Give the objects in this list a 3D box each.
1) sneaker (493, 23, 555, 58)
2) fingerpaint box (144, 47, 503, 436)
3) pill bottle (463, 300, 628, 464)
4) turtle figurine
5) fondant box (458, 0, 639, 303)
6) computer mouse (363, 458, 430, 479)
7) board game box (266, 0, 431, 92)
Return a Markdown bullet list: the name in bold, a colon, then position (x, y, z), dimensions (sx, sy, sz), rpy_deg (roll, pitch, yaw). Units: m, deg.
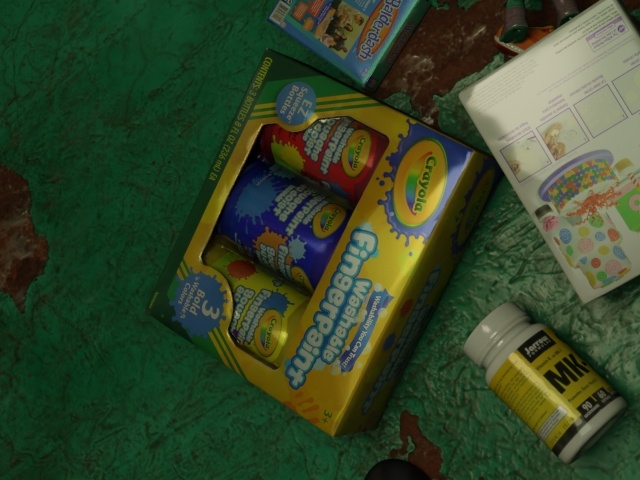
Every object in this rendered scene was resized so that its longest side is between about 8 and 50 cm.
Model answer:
- **sneaker**: position (0.323, -0.263, 1.608), dimensions (0.175, 0.064, 0.067), rpy_deg (37, 92, 21)
- **fingerpaint box**: position (0.000, 0.000, 1.686), dimensions (0.371, 0.163, 0.445), rpy_deg (30, 99, 25)
- **pill bottle**: position (0.298, 0.188, 1.549), dimensions (0.208, 0.119, 0.119), rpy_deg (45, 105, 22)
- **turtle figurine**: position (0.282, -0.398, 1.598), dimensions (0.175, 0.118, 0.234), rpy_deg (-17, 72, 23)
- **fondant box**: position (0.371, -0.119, 1.515), dimensions (0.238, 0.096, 0.330), rpy_deg (-32, 85, 20)
- **computer mouse**: position (0.141, 0.437, 1.632), dimensions (0.188, 0.072, 0.272), rpy_deg (-39, 71, 19)
- **board game box**: position (0.041, -0.349, 1.760), dimensions (0.210, 0.047, 0.160), rpy_deg (39, 102, 24)
